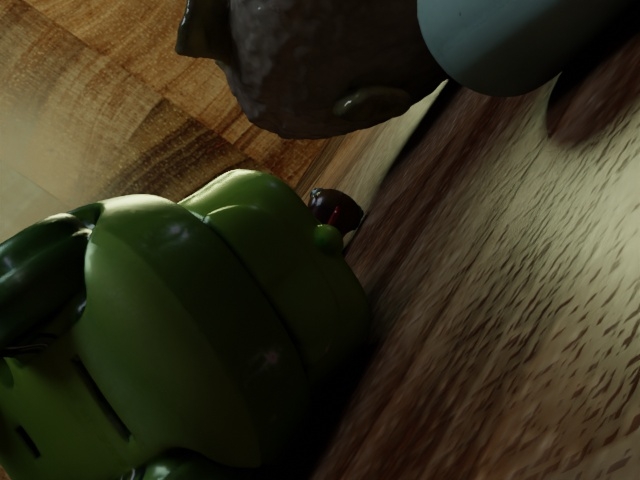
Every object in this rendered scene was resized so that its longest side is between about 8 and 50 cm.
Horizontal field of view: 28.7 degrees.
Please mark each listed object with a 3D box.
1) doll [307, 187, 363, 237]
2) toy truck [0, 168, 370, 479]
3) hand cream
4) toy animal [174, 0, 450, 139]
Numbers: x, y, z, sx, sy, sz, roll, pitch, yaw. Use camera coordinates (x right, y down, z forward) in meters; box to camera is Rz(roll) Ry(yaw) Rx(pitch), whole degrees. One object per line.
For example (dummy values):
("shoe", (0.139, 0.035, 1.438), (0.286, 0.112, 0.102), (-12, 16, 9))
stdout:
("doll", (0.002, -0.005, 0.845), (0.085, 0.040, 0.058), (-53, -15, -81))
("toy truck", (-0.057, 0.042, 0.533), (0.210, 0.148, 0.187), (-35, -1, -20))
("hand cream", (0.125, -0.134, 0.377), (0.109, 0.067, 0.321), (-56, 9, -29))
("toy animal", (0.036, -0.200, 0.885), (0.226, 0.188, 0.358), (-49, -14, -50))
